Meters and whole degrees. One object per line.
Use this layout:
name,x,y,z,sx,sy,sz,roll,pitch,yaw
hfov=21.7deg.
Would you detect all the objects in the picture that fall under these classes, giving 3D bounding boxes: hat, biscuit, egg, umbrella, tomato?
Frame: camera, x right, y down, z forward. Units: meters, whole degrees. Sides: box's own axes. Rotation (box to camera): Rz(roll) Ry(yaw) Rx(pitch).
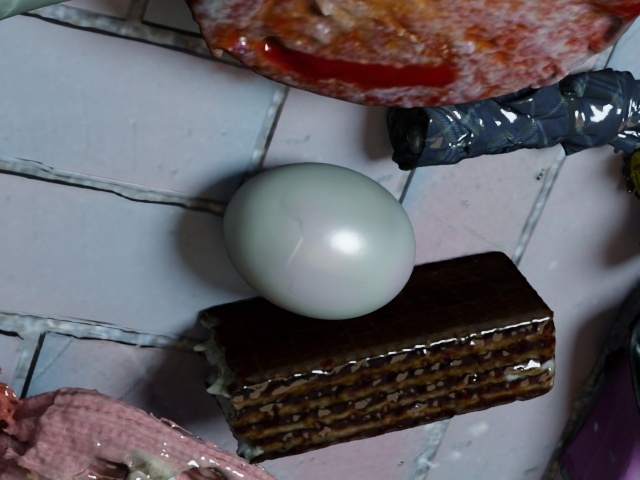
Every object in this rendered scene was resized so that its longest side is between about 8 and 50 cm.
hat,-0.163,0.171,1.132,0.286,0.107,0.236,34,133,-21
biscuit,0.035,0.079,1.169,0.252,0.106,0.070,-11,121,-14
egg,0.000,0.000,1.113,0.135,0.103,0.103,15,113,-25
umbrella,0.156,-0.092,1.143,0.224,0.080,0.071,-5,85,-21
tomato,0.056,-0.219,0.972,0.309,0.170,0.309,-3,154,-1

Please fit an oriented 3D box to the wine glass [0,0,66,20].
wine glass,-0.219,-0.162,0.944,0.231,0.103,0.103,-15,123,-16

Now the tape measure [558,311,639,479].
tape measure,0.320,0.129,1.284,0.245,0.149,0.232,14,116,-18

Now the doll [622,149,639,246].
doll,0.340,-0.029,1.209,0.220,0.143,0.135,-11,92,-9
